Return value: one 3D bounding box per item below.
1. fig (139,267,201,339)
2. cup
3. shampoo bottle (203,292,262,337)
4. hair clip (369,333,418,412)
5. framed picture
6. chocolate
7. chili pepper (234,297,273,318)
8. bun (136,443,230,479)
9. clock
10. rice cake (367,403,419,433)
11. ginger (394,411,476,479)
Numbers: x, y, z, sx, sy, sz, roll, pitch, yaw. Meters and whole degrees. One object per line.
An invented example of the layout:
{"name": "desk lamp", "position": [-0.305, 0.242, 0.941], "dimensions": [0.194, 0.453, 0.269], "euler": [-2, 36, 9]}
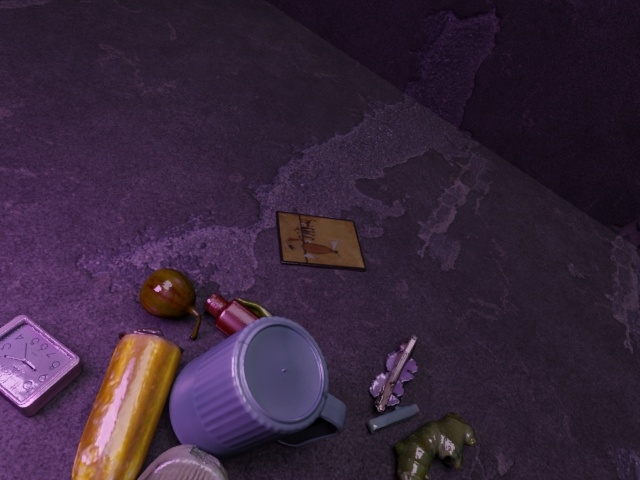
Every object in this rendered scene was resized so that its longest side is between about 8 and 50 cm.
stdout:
{"name": "fig", "position": [-0.408, 0.163, 1.125], "dimensions": [0.186, 0.142, 0.148], "euler": [24, 71, 14]}
{"name": "cup", "position": [-0.144, 0.367, 0.919], "dimensions": [0.256, 0.311, 0.331], "euler": [-27, 80, -50]}
{"name": "shampoo bottle", "position": [-0.223, 0.251, 1.179], "dimensions": [0.260, 0.064, 0.102], "euler": [36, 78, 8]}
{"name": "hair clip", "position": [0.239, 0.412, 1.256], "dimensions": [0.106, 0.085, 0.292], "euler": [32, 50, 11]}
{"name": "framed picture", "position": [0.000, 0.000, 1.550], "dimensions": [0.337, 0.014, 0.256], "euler": [7, 49, -20]}
{"name": "chocolate", "position": [-0.441, 0.419, 0.874], "dimensions": [0.161, 0.162, 0.446], "euler": [16, 48, -11]}
{"name": "chili pepper", "position": [-0.177, 0.233, 1.235], "dimensions": [0.201, 0.052, 0.050], "euler": [36, 45, 8]}
{"name": "bun", "position": [-0.294, 0.546, 0.841], "dimensions": [0.220, 0.108, 0.222], "euler": [2, 78, -9]}
{"name": "clock", "position": [-0.687, 0.286, 0.943], "dimensions": [0.197, 0.063, 0.150], "euler": [34, 46, 7]}
{"name": "rice cake", "position": [0.213, 0.516, 1.183], "dimensions": [0.179, 0.031, 0.042], "euler": [-6, 47, -30]}
{"name": "ginger", "position": [0.325, 0.585, 1.137], "dimensions": [0.289, 0.089, 0.137], "euler": [-5, 62, -30]}
